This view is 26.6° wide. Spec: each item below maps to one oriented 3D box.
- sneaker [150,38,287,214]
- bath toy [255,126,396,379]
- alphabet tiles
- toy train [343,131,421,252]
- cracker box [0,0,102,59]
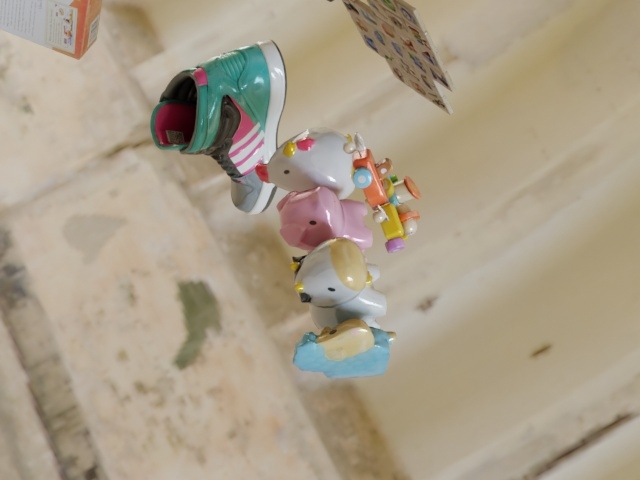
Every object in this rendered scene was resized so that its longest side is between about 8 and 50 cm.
[{"bbox_3d":[-0.150,-0.141,1.909,0.296,0.178,0.124,97,-28,-42],"label":"sneaker"},{"bbox_3d":[0.000,0.000,1.639,0.151,0.129,0.348,99,-16,-51],"label":"bath toy"},{"bbox_3d":[0.094,-0.255,1.710,0.198,0.009,0.237,40,-8,38],"label":"alphabet tiles"},{"bbox_3d":[0.067,-0.059,1.355,0.166,0.046,0.125,-78,147,-74],"label":"toy train"},{"bbox_3d":[-0.432,-0.379,1.965,0.067,0.232,0.156,-65,175,-49],"label":"cracker box"}]
